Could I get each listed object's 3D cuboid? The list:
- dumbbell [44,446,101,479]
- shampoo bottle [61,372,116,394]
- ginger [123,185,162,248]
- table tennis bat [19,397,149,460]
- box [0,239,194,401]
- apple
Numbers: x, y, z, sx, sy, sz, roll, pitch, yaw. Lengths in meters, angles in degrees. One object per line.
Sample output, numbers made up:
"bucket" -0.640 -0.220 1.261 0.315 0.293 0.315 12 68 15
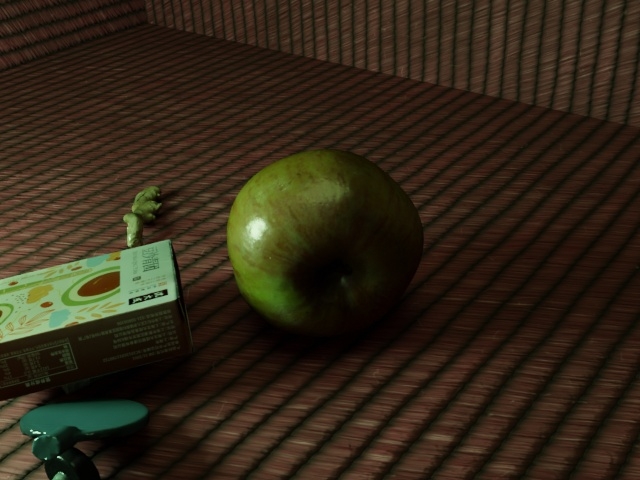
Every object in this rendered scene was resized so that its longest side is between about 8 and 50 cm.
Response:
"dumbbell" -0.446 0.418 1.264 0.100 0.100 0.191 16 37 28
"shampoo bottle" -0.416 0.239 1.598 0.205 0.065 0.065 -23 37 -30
"ginger" -0.464 -0.069 2.108 0.089 0.075 0.288 1 27 -4
"table tennis bat" -0.409 0.311 1.359 0.215 0.044 0.329 2 1 0
"box" -0.465 0.146 1.596 0.386 0.122 0.344 -13 21 -9
"apple" 0.000 0.000 1.654 0.401 0.400 0.333 -9 28 -11
